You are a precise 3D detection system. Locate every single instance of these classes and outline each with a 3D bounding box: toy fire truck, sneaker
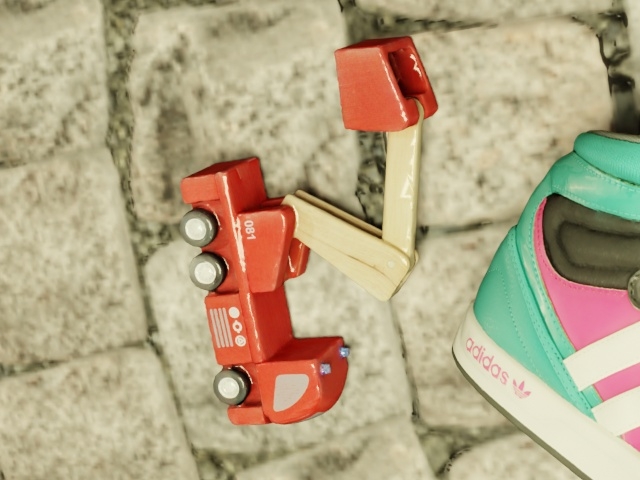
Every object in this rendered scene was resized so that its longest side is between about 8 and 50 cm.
[{"bbox_3d":[0.000,0.000,0.753,0.135,0.047,0.192,-6,101,24],"label":"toy fire truck"},{"bbox_3d":[0.190,0.034,0.606,0.295,0.124,0.178,35,115,42],"label":"sneaker"}]
